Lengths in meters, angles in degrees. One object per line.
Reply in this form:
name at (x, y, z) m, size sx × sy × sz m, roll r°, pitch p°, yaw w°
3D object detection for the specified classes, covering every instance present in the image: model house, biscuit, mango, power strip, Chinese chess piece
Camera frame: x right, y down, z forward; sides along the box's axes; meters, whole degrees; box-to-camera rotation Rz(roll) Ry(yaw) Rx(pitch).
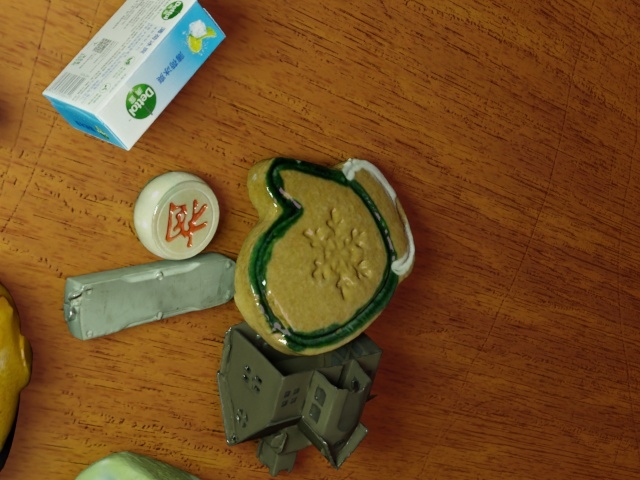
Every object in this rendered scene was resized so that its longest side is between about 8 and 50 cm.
model house at (-0.028, 0.258, 2.015) m, size 0.211 × 0.204 × 0.243 m, roll -9°, pitch 128°, yaw -36°
biscuit at (0.001, 0.000, 1.959) m, size 0.344 × 0.057 × 0.287 m, roll -40°, pitch 105°, yaw -40°
mango at (-0.454, 0.162, 1.630) m, size 0.201 × 0.153 × 0.287 m, roll 12°, pitch 97°, yaw -47°
power strip at (-0.225, 0.068, 1.861) m, size 0.286 × 0.048 × 0.080 m, roll -12°, pitch 115°, yaw -37°
Chinese chess piece at (-0.195, -0.034, 1.849) m, size 0.122 × 0.051 × 0.122 m, roll -15°, pitch 114°, yaw -37°

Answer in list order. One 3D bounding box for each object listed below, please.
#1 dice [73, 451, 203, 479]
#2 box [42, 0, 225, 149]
dice at (-0.219, 0.452, 1.866) m, size 0.250 × 0.254 × 0.252 m, roll 28°, pitch 85°, yaw -45°
box at (-0.232, -0.218, 1.692) m, size 0.194 × 0.139 × 0.073 m, roll -51°, pitch 131°, yaw -14°
